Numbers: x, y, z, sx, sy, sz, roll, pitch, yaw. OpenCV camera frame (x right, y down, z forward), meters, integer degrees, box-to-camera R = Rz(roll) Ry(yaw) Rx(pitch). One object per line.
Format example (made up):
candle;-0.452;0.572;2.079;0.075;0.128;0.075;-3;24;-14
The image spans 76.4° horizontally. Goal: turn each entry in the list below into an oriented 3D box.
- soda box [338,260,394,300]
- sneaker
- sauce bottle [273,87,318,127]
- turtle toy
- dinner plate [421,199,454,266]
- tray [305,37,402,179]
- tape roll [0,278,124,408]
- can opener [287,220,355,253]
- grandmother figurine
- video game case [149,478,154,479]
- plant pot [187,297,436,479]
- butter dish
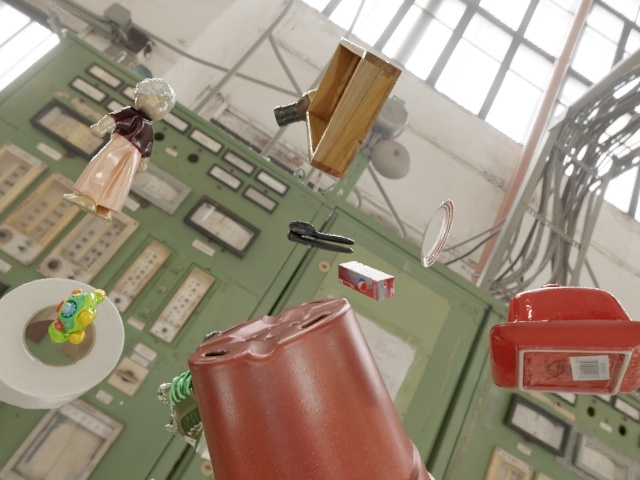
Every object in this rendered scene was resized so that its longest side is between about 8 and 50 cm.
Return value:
soda box;0.182;0.160;1.660;0.263;0.092;0.083;22;-63;55
sneaker;-0.305;0.371;0.966;0.182;0.158;0.409;14;-59;0
sauce bottle;0.015;-0.457;1.364;0.345;0.111;0.111;-15;-37;10
turtle toy;-0.477;0.149;0.788;0.066;0.130;0.095;27;19;-21
dinner plate;0.227;-0.015;0.802;0.017;0.141;0.141;21;-24;31
tray;0.047;-0.295;0.847;0.076;0.410;0.202;22;-65;-16
tape roll;-0.620;0.236;0.948;0.100;0.286;0.286;-34;-63;32
can opener;0.000;0.000;1.092;0.186;0.059;0.073;19;-10;0
grandmother figurine;-0.431;-0.213;0.915;0.104;0.342;0.208;24;-13;-4
video game case;-0.372;0.649;0.925;0.173;0.022;0.190;67;-23;14
plant pot;-0.021;0.225;0.490;0.272;0.273;0.264;-16;-87;61
butter dish;0.287;0.105;0.488;0.160;0.118;0.160;-4;-45;22
